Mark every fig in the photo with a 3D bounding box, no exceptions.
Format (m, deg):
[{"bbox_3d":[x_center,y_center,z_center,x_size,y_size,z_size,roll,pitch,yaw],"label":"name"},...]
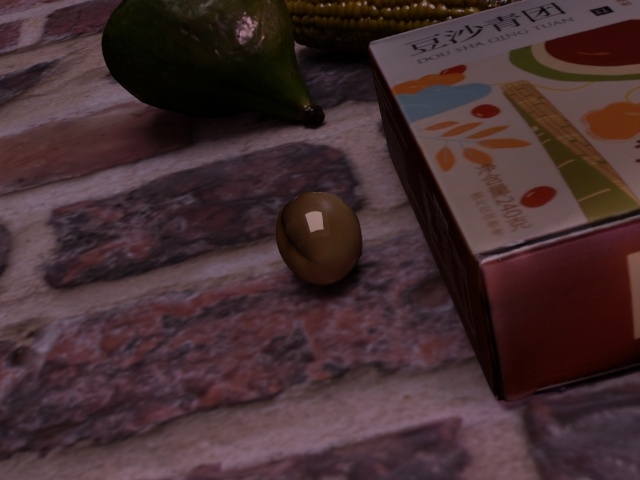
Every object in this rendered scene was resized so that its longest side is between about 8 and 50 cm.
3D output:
[{"bbox_3d":[-0.100,-0.190,1.087,0.203,0.235,0.203,-43,-1,-1],"label":"fig"}]

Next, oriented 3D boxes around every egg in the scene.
[{"bbox_3d":[0.000,0.000,0.806,0.071,0.071,0.083,-16,50,-1],"label":"egg"}]

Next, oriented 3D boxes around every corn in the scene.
[{"bbox_3d":[0.092,-0.261,1.132,0.317,0.115,0.115,9,39,36],"label":"corn"}]

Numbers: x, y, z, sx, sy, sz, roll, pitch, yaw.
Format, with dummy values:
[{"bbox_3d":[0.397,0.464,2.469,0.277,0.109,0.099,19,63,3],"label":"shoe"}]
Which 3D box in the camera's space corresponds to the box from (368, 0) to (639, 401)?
[{"bbox_3d":[0.243,-0.081,0.776,0.344,0.122,0.385,-15,32,0],"label":"box"}]
